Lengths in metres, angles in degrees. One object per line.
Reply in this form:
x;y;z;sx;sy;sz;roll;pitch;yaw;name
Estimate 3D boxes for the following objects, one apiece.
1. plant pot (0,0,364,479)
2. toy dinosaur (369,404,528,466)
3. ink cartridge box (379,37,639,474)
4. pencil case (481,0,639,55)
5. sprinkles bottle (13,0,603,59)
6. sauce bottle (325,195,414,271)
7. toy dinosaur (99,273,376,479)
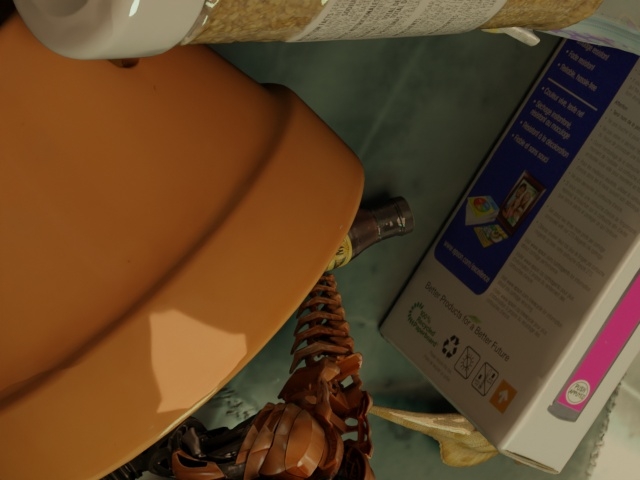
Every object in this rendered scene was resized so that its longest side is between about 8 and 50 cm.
-0.150;-0.023;1.100;0.291;0.291;0.203;-42;109;-3;plant pot
0.113;0.132;1.419;0.183;0.053;0.092;17;130;-34;toy dinosaur
0.189;-0.046;1.305;0.069;0.176;0.371;23;102;-34;ink cartridge box
0.200;-0.160;1.198;0.124;0.273;0.113;-34;123;-26;pencil case
0.009;-0.164;1.057;0.355;0.121;0.121;-8;118;-41;sprinkles bottle
0.000;0.000;1.314;0.128;0.042;0.042;-20;121;-17;sauce bottle
-0.034;0.168;1.254;0.164;0.218;0.322;60;39;-18;toy dinosaur
